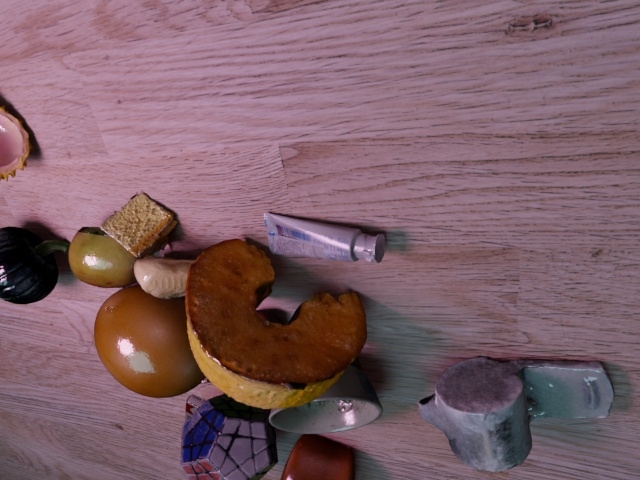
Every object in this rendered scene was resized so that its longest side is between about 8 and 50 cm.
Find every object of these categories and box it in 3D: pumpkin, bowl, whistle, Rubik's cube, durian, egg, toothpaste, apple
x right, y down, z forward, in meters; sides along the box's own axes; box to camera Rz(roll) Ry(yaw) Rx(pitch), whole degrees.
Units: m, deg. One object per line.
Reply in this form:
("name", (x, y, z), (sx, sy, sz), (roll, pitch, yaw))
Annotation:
("pumpkin", (-0.897, 0.060, 1.345), (0.247, 0.248, 0.248), (10, 121, 17))
("bowl", (0.010, 0.392, 1.147), (0.289, 0.146, 0.289), (-3, 143, -3))
("whistle", (0.441, 0.369, 1.010), (0.404, 0.188, 0.168), (-19, 108, -5))
("Rubik's cube", (-0.282, 0.638, 1.376), (0.318, 0.319, 0.264), (-20, 136, 30))
("durian", (-0.923, -0.291, 1.182), (0.195, 0.185, 0.305), (-11, 111, 48))
("egg", (-0.462, 0.279, 1.233), (0.351, 0.282, 0.282), (43, 125, -3))
("toothpaste", (0.000, 0.000, 1.021), (0.299, 0.073, 0.114), (8, 122, 28))
("apple", (-0.591, 0.049, 1.231), (0.188, 0.174, 0.207), (19, 139, 14))

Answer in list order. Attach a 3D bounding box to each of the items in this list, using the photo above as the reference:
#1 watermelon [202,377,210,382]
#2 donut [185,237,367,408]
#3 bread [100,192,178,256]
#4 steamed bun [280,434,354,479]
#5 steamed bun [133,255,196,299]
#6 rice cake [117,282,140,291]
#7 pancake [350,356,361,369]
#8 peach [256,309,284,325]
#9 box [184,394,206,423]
("watermelon", (-0.389, 0.431, 1.422), (0.084, 0.072, 0.092), (-20, 106, 12))
("donut", (-0.129, 0.201, 1.007), (0.435, 0.377, 0.164), (29, 125, 11))
("bread", (-0.472, -0.032, 1.145), (0.147, 0.152, 0.127), (35, 115, 0))
("steamed bun", (-0.020, 0.826, 1.388), (0.234, 0.248, 0.380), (15, 122, 13))
("steamed bun", (-0.395, 0.096, 1.140), (0.231, 0.212, 0.111), (0, 89, 25))
("rice cake", (-0.616, 0.237, 1.396), (0.051, 0.081, 0.290), (35, 126, 16))
("pancake", (0.063, 0.338, 1.216), (0.114, 0.011, 0.115), (10, 121, 17))
("peach", (-0.159, 0.265, 1.194), (0.152, 0.152, 0.152), (10, 121, 17))
("box", (-0.432, 0.642, 1.579), (0.115, 0.036, 0.178), (21, 124, 10))
